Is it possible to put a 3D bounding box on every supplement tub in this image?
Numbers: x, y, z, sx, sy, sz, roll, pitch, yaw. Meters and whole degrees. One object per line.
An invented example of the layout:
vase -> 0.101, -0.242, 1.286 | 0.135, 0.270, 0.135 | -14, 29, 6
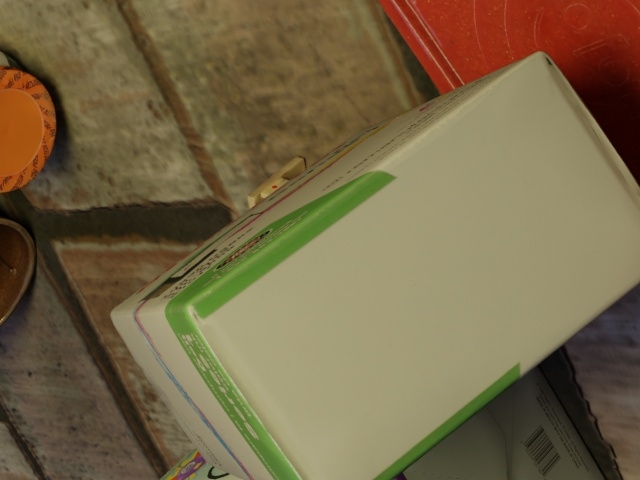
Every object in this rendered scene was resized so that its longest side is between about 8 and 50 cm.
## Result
supplement tub -> -0.297, -0.099, 1.114 | 0.190, 0.117, 0.117 | 15, 132, 37

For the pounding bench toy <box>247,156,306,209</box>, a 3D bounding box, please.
pounding bench toy -> 0.000, 0.000, 0.943 | 0.065, 0.052, 0.083 | 20, 134, 34

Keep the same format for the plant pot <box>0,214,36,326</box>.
plant pot -> -0.360, 0.001, 1.244 | 0.165, 0.167, 0.167 | 41, 144, 24

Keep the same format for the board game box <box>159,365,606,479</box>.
board game box -> 0.034, 0.175, 0.987 | 0.275, 0.142, 0.144 | -17, 108, 52

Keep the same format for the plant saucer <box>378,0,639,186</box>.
plant saucer -> 0.142, -0.100, 0.709 | 0.258, 0.048, 0.259 | 55, 143, -7

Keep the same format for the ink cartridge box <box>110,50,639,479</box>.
ink cartridge box -> 0.016, 0.024, 0.751 | 0.117, 0.201, 0.278 | 55, 166, -6
